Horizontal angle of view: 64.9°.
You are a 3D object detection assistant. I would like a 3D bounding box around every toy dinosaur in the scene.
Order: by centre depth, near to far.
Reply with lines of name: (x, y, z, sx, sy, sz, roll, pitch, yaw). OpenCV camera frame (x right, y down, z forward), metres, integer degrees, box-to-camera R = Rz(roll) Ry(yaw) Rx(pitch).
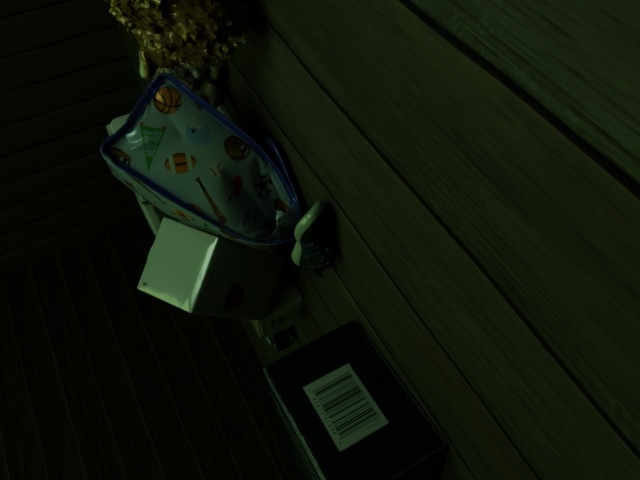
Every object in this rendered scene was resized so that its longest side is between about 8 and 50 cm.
toy dinosaur: (-0.292, -0.377, 1.178, 0.296, 0.127, 0.200, 47, 166, 17)

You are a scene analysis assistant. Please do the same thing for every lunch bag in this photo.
lunch bag: (-0.225, -0.131, 1.067, 0.385, 0.239, 0.328, 37, 172, -15)

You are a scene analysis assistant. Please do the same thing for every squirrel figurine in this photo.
squirrel figurine: (-0.285, -0.422, 0.832, 0.397, 0.281, 0.370, 58, 169, 32)

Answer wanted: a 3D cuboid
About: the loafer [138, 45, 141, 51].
loafer: (-0.587, -0.661, 1.718, 0.251, 0.094, 0.087, 39, 153, 57)

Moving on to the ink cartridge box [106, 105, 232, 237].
ink cartridge box: (-0.372, -0.175, 1.396, 0.166, 0.285, 0.395, 53, 160, 32)

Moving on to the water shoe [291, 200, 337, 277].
water shoe: (0.000, 0.000, 0.912, 0.080, 0.073, 0.203, 34, 156, 9)

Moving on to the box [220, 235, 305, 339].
box: (-0.179, 0.110, 1.456, 0.311, 0.148, 0.121, 54, 159, 31)

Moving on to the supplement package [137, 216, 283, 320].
supplement package: (-0.253, 0.079, 1.216, 0.175, 0.178, 0.293, 18, 177, 27)

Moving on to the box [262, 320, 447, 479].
box: (0.063, 0.414, 1.009, 0.293, 0.212, 0.395, 51, 158, 39)

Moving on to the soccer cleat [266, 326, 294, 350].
soccer cleat: (-0.181, 0.220, 1.664, 0.143, 0.116, 0.331, 41, 151, 54)
